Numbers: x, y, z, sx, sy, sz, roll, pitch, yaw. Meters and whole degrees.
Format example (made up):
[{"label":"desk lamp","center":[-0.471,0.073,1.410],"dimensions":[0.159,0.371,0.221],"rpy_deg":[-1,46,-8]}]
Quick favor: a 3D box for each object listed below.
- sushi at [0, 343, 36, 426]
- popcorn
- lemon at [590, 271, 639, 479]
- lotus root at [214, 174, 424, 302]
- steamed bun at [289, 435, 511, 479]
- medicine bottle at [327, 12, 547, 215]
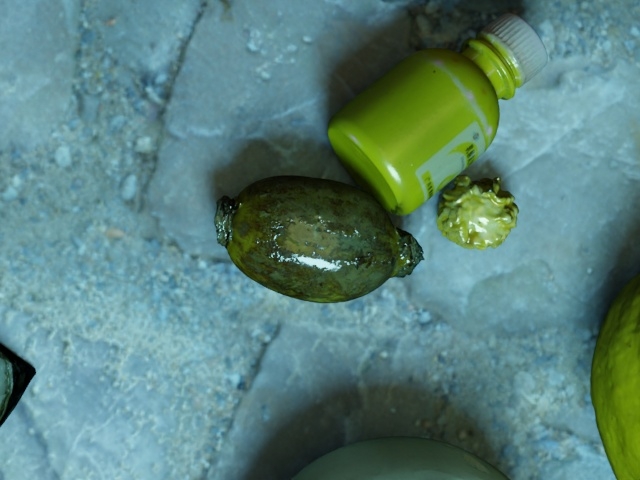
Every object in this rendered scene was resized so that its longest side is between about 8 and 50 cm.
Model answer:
[{"label":"sushi","center":[-0.374,0.195,1.152],"dimensions":[0.134,0.109,0.273],"rpy_deg":[30,84,-10]},{"label":"popcorn","center":[0.155,-0.029,1.298],"dimensions":[0.082,0.057,0.083],"rpy_deg":[-28,99,-5]},{"label":"lemon","center":[0.393,0.159,1.243],"dimensions":[0.285,0.285,0.316],"rpy_deg":[13,106,-12]},{"label":"lotus root","center":[0.000,0.000,1.236],"dimensions":[0.209,0.120,0.120],"rpy_deg":[11,87,-11]},{"label":"steamed bun","center":[0.071,0.343,1.198],"dimensions":[0.324,0.206,0.324],"rpy_deg":[0,88,-10]},{"label":"medicine bottle","center":[0.121,-0.131,1.257],"dimensions":[0.212,0.122,0.122],"rpy_deg":[-39,97,-10]}]
